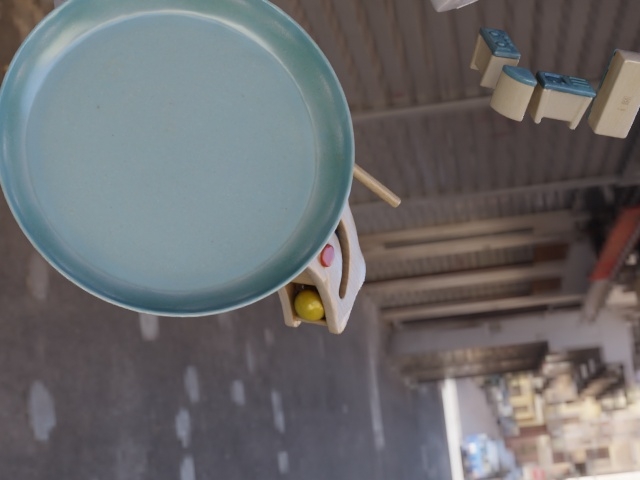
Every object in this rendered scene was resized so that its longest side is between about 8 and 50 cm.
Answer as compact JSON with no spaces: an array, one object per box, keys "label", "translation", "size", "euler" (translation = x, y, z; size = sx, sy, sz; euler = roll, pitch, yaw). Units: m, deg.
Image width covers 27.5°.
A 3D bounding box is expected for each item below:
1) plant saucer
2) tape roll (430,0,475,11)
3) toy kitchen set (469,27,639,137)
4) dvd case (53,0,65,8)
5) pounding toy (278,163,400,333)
[{"label":"plant saucer","translation":[-0.128,-0.085,1.165],"size":[0.044,0.317,0.317],"euler":[133,-48,-71]},{"label":"tape roll","translation":[0.220,-0.333,1.307],"size":[0.100,0.286,0.286],"euler":[63,9,-3]},{"label":"toy kitchen set","translation":[0.346,-0.255,1.902],"size":[0.166,0.207,0.122],"euler":[-106,-151,-54]},{"label":"dvd case","translation":[-0.230,-0.363,1.422],"size":[0.029,0.179,0.238],"euler":[-4,85,-57]},{"label":"pounding toy","translation":[0.000,0.000,1.558],"size":[0.154,0.155,0.269],"euler":[-53,139,-41]}]
